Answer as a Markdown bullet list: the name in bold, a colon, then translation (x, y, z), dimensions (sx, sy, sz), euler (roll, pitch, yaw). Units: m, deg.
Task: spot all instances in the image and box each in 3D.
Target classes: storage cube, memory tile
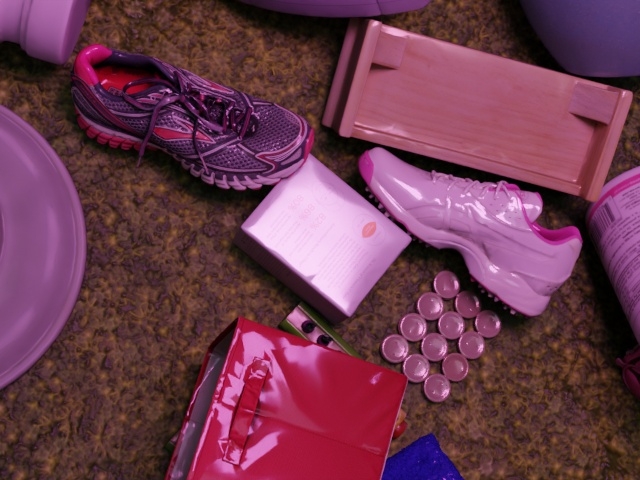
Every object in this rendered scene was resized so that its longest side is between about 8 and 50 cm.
- **storage cube**: translation (-0.044, 0.211, 1.106), dimensions (0.193, 0.215, 0.183), euler (20, 69, -9)
- **memory tile**: translation (0.156, 0.123, 1.316), dimensions (0.113, 0.012, 0.148), euler (42, 73, -2)

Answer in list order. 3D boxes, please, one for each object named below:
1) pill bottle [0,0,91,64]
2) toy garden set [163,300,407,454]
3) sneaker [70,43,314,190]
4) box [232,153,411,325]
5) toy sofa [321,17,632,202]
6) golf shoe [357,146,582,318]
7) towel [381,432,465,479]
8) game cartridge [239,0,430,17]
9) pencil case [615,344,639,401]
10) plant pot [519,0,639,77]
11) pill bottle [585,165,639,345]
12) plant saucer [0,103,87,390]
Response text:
- **pill bottle**: translation (-0.448, -0.338, 1.171), dimensions (0.363, 0.210, 0.210), euler (17, 76, -9)
- **toy garden set**: translation (-0.029, 0.226, 1.237), dimensions (0.204, 0.049, 0.244), euler (44, 74, -1)
- **sneaker**: translation (-0.155, -0.146, 1.213), dimensions (0.299, 0.112, 0.120), euler (13, 61, 2)
- **box**: translation (0.000, 0.000, 1.264), dimensions (0.170, 0.091, 0.130), euler (40, 73, -2)
- **toy sofa**: translation (0.195, -0.172, 1.328), dimensions (0.363, 0.177, 0.150), euler (13, 101, -10)
- **golf shoe**: translation (0.190, -0.038, 1.282), dimensions (0.306, 0.115, 0.140), euler (36, 111, -9)
- **towel**: translation (0.069, 0.389, 1.168), dimensions (0.308, 0.076, 0.227), euler (-33, 66, -12)
- **game cartridge**: translation (0.014, -0.369, 1.279), dimensions (0.297, 0.062, 0.198), euler (10, 68, 21)
- **pencil case**: translation (0.489, 0.127, 1.351), dimensions (0.209, 0.095, 0.098), euler (-40, 64, -18)
- **plant pot**: translation (0.387, -0.322, 1.340), dimensions (0.290, 0.290, 0.195), euler (-9, 111, -14)
- **pill bottle**: translation (0.446, 0.053, 1.257), dimensions (0.161, 0.160, 0.283), euler (-2, 49, -13)
- **plant saucer**: translation (-0.469, -0.001, 1.159), dimensions (0.401, 0.100, 0.400), euler (2, 79, -12)
